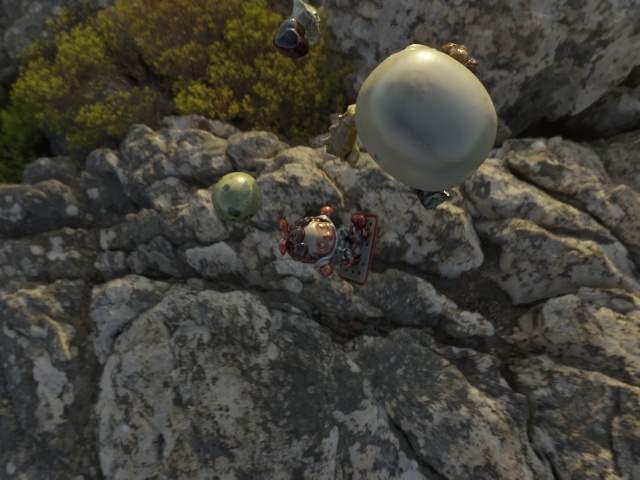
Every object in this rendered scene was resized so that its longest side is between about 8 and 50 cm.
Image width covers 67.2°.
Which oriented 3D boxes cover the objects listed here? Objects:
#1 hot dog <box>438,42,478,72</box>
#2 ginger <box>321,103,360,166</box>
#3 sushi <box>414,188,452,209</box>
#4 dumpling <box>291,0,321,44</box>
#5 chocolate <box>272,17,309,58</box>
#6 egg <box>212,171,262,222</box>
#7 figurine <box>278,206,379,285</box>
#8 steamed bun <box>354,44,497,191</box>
[{"bbox_3d":[0.423,-0.485,1.643,0.116,0.349,0.158,3,33,-17],"label":"hot dog"},{"bbox_3d":[0.074,-0.334,1.524,0.115,0.206,0.081,20,37,21],"label":"ginger"},{"bbox_3d":[0.375,-0.163,1.627,0.098,0.094,0.084,-34,48,14],"label":"sushi"},{"bbox_3d":[-0.046,-0.836,1.850,0.127,0.188,0.108,33,63,32],"label":"dumpling"},{"bbox_3d":[-0.115,-0.728,1.716,0.124,0.080,0.149,-12,76,16],"label":"chocolate"},{"bbox_3d":[-0.297,-0.162,1.739,0.176,0.177,0.228,-5,32,6],"label":"egg"},{"bbox_3d":[0.000,0.000,1.215,0.225,0.160,0.184,11,90,-22],"label":"figurine"},{"bbox_3d":[0.271,-0.308,1.256,0.374,0.334,0.334,41,81,-11],"label":"steamed bun"}]
